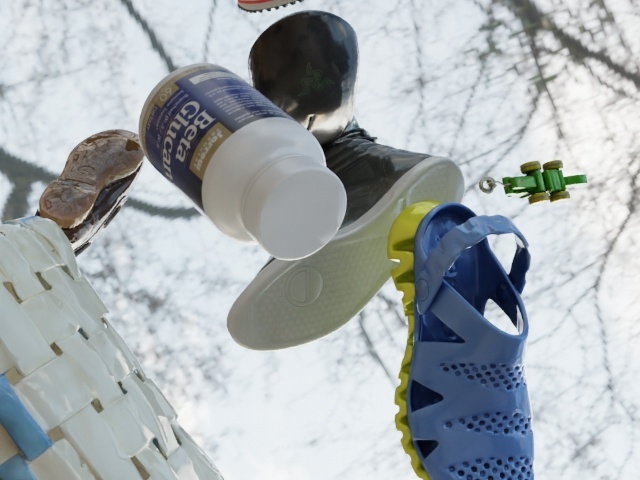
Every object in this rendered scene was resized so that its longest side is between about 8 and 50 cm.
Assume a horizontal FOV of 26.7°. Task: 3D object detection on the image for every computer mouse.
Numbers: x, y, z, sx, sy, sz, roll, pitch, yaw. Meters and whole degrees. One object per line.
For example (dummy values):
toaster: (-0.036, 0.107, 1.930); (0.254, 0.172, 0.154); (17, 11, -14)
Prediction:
computer mouse: (-0.013, -0.139, 1.478); (0.272, 0.189, 0.072); (94, -14, -57)

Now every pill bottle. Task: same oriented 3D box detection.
pill bottle: (-0.054, -0.055, 0.955); (0.169, 0.094, 0.094); (41, -43, 47)

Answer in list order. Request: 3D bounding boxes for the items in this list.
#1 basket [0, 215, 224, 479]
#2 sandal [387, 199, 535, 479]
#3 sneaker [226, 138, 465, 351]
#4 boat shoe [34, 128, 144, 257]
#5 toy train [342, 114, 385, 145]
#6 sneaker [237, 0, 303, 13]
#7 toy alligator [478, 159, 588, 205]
basket: (-0.219, 0.133, 0.662); (0.289, 0.201, 0.254); (-37, -92, 18)
sandal: (0.141, 0.102, 1.239); (0.138, 0.126, 0.317); (-29, -112, 59)
sneaker: (0.000, 0.000, 1.403); (0.147, 0.296, 0.104); (27, -30, 52)
boat shoe: (-0.247, -0.048, 1.430); (0.073, 0.207, 0.073); (19, -55, 11)
toy train: (0.026, -0.045, 1.770); (0.142, 0.334, 0.190); (-11, -103, 16)
sneaker: (0.002, -0.227, 1.004); (0.161, 0.057, 0.075); (-16, -60, 12)
toy alligator: (0.274, -0.073, 1.807); (0.051, 0.190, 0.056); (-30, -111, 56)
